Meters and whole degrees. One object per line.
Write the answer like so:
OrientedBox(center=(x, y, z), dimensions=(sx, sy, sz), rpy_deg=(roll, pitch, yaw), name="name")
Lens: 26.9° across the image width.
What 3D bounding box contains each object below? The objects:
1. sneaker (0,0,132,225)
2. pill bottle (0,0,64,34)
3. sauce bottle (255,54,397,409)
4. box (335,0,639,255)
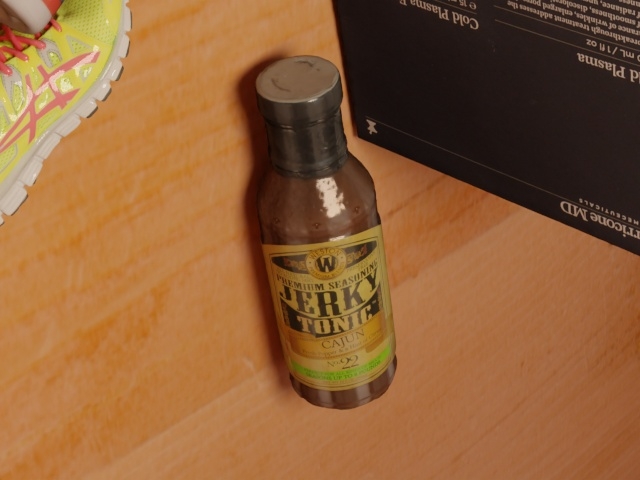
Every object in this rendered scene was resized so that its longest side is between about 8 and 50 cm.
OrientedBox(center=(-0.203, -0.106, 0.877), dimensions=(0.208, 0.081, 0.094), rpy_deg=(-59, 142, -4), name="sneaker")
OrientedBox(center=(-0.163, -0.233, 0.820), dimensions=(0.193, 0.108, 0.108), rpy_deg=(-57, 144, -8), name="pill bottle")
OrientedBox(center=(0.000, 0.000, 1.177), dimensions=(0.111, 0.111, 0.344), rpy_deg=(-39, 137, -30), name="sauce bottle")
OrientedBox(center=(0.187, -0.197, 1.084), dimensions=(0.179, 0.343, 0.312), rpy_deg=(-40, 139, -29), name="box")
